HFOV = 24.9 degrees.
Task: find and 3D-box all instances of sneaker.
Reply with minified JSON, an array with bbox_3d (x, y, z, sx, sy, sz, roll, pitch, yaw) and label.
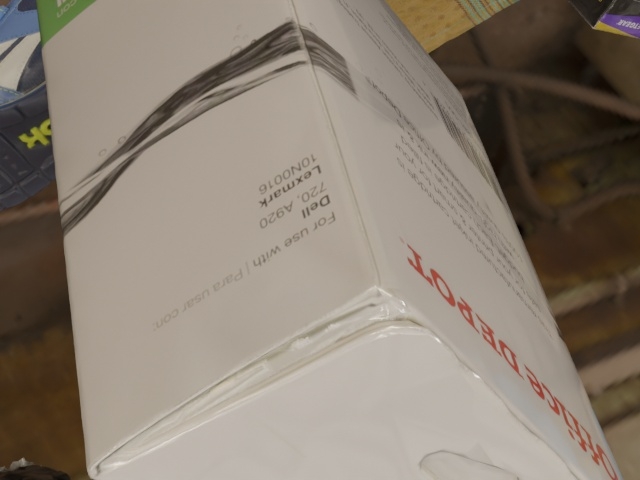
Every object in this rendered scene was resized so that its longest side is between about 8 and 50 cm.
[{"bbox_3d":[-0.112,-0.058,0.553,0.144,0.059,0.053,-28,139,1],"label":"sneaker"}]

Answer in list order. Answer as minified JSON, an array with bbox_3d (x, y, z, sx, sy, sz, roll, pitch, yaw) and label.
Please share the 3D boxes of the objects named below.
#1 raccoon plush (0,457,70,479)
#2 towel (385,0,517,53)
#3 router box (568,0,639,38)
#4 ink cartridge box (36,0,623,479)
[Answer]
[{"bbox_3d":[-0.113,0.275,0.990,0.299,0.216,0.446,9,163,-22],"label":"raccoon plush"},{"bbox_3d":[0.051,-0.235,1.165,0.370,0.040,0.271,-30,145,14],"label":"towel"},{"bbox_3d":[0.261,-0.377,1.333,0.081,0.309,0.243,2,135,-43],"label":"router box"},{"bbox_3d":[0.000,0.000,0.446,0.092,0.219,0.160,-31,133,16],"label":"ink cartridge box"}]
